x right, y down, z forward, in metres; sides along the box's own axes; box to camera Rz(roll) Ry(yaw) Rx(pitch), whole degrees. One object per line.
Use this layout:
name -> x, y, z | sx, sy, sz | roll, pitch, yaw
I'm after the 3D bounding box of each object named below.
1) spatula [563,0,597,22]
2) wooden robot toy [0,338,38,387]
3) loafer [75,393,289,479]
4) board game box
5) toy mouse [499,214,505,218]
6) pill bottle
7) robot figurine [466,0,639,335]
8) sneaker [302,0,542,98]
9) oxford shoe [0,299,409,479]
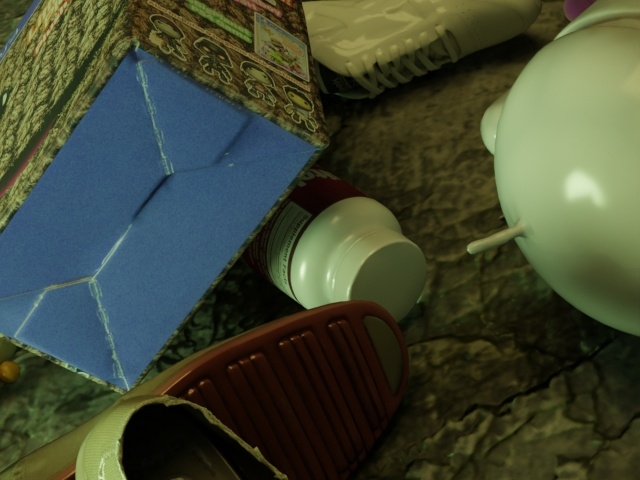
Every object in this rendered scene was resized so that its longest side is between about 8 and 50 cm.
spatula -> 0.328, -0.241, 1.254 | 0.296, 0.030, 0.084 | -24, 36, -5
wooden robot toy -> -0.253, 0.088, 1.090 | 0.173, 0.076, 0.079 | -7, 51, 17
loafer -> -0.024, 0.177, 0.783 | 0.268, 0.092, 0.102 | 40, 72, 14
board game box -> -0.129, -0.087, 1.082 | 0.232, 0.141, 0.291 | -51, 25, 24
toy mouse -> 0.187, -0.048, 1.083 | 0.143, 0.031, 0.161 | -16, 38, 5
pill bottle -> 0.000, 0.000, 1.066 | 0.086, 0.086, 0.152 | -36, 41, -19
robot figurine -> 0.239, -0.077, 0.947 | 0.300, 0.200, 0.353 | 7, 39, 46
sneaker -> 0.058, -0.156, 1.245 | 0.235, 0.090, 0.095 | -7, 52, 23
oxford shoe -> -0.106, 0.131, 0.933 | 0.348, 0.123, 0.130 | -29, 21, -23
